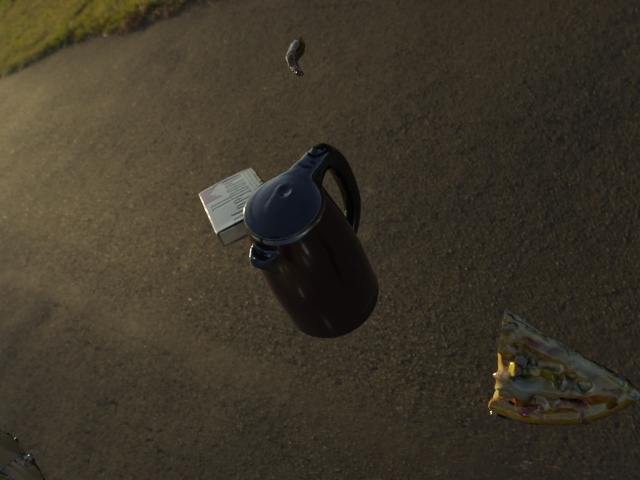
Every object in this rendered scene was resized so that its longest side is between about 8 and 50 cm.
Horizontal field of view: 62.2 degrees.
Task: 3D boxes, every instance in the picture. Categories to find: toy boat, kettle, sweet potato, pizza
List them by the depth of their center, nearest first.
[{"bbox_3d":[0.273,0.158,0.638,0.185,0.176,0.036,-11,25,38],"label":"pizza"},{"bbox_3d":[-0.431,0.284,0.698,0.066,0.210,0.084,-21,47,1],"label":"toy boat"},{"bbox_3d":[0.000,0.000,0.707,0.144,0.232,0.202,24,66,30],"label":"kettle"},{"bbox_3d":[-0.055,-0.416,1.186,0.041,0.038,0.153,-4,50,7],"label":"sweet potato"}]

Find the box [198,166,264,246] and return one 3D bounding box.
[{"bbox_3d":[-0.140,-0.061,0.910,0.115,0.036,0.177,-28,33,-7],"label":"box"}]
